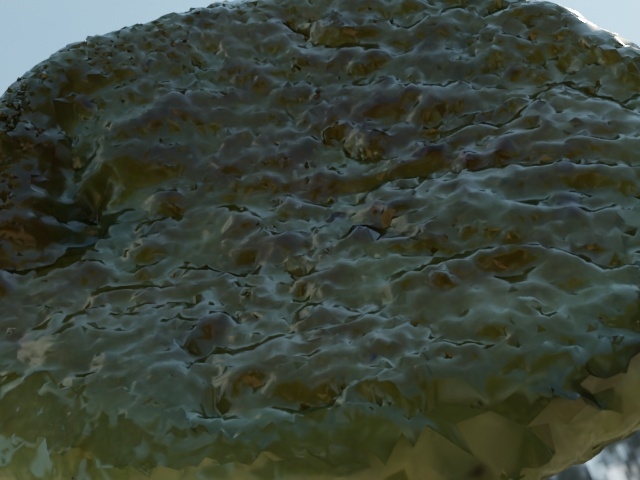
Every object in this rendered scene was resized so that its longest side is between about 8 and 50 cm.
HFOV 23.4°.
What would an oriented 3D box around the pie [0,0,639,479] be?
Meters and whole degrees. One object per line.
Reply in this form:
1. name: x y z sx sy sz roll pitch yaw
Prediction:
1. pie: 0.000 0.000 0.488 0.277 0.277 0.079 -17 -51 -11
